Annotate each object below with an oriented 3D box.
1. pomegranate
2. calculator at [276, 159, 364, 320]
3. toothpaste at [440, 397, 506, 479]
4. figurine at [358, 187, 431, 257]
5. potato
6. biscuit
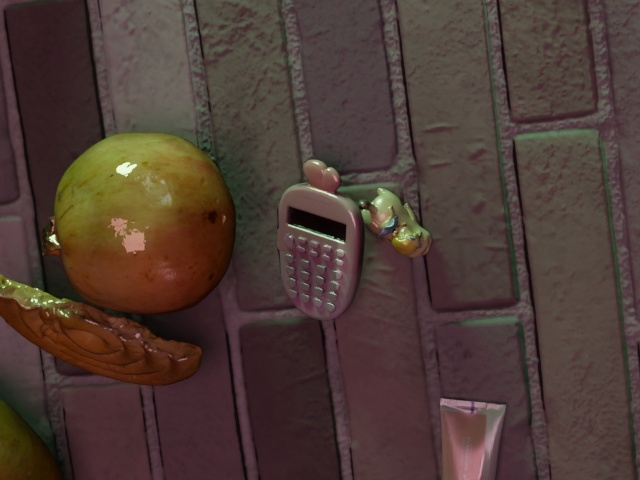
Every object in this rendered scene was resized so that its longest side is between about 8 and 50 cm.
[{"bbox_3d":[-0.174,-0.017,1.812,0.191,0.191,0.191,2,99,10],"label":"pomegranate"},{"bbox_3d":[0.000,0.000,1.847,0.103,0.024,0.165,19,115,34],"label":"calculator"},{"bbox_3d":[0.147,0.258,1.878,0.067,0.043,0.194,5,93,12],"label":"toothpaste"},{"bbox_3d":[0.072,-0.012,1.842,0.083,0.050,0.047,39,108,3],"label":"figurine"},{"bbox_3d":[-0.339,0.258,1.906,0.158,0.178,0.203,26,88,-11],"label":"potato"},{"bbox_3d":[-0.230,0.101,1.871,0.224,0.144,0.033,21,65,1],"label":"biscuit"}]
